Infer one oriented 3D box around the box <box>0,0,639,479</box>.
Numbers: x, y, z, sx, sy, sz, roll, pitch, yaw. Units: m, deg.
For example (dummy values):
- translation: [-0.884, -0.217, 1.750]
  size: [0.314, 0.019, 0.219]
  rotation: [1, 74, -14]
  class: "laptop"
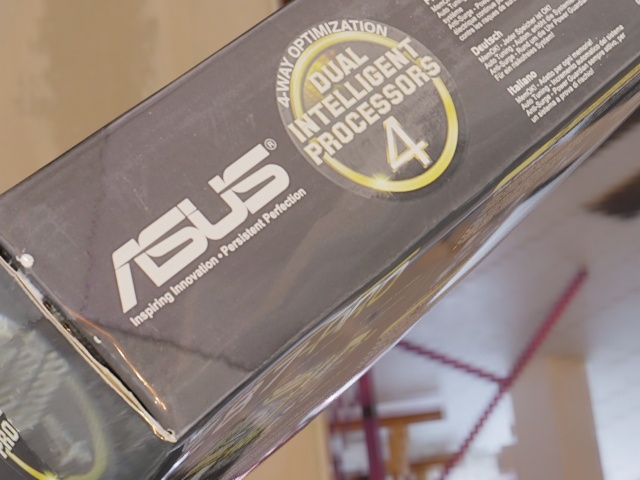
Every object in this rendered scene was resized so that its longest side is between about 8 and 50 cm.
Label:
- translation: [0.000, 0.000, 0.753]
  size: [0.395, 0.097, 0.318]
  rotation: [-39, 174, -35]
  class: "box"
